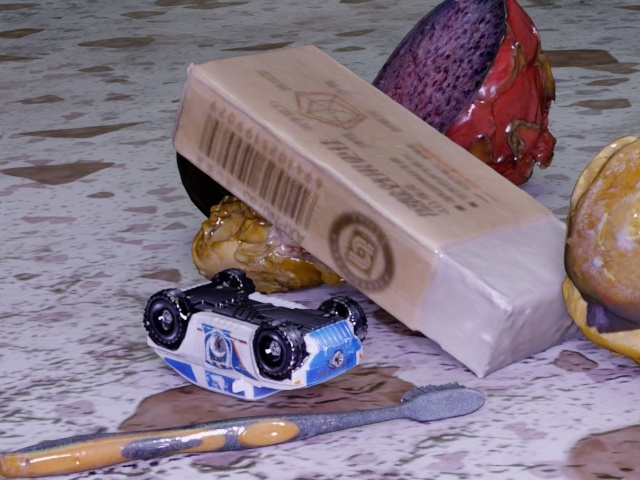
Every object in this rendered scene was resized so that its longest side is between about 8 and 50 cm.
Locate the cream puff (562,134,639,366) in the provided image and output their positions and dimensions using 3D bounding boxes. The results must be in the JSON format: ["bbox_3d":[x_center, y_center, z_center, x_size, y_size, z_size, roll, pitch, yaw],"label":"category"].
[{"bbox_3d":[0.256,0.012,1.325,0.189,0.189,0.129,12,-17,43],"label":"cream puff"}]

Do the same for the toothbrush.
[{"bbox_3d":[-0.045,0.121,1.239,0.321,0.023,0.031,-7,8,-20],"label":"toothbrush"}]

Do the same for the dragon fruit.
[{"bbox_3d":[0.149,-0.118,1.866,0.148,0.223,0.218,33,11,-26],"label":"dragon fruit"}]

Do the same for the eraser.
[{"bbox_3d":[0.050,-0.032,1.465,0.144,0.078,0.343,-17,44,-43],"label":"eraser"}]

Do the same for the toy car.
[{"bbox_3d":[-0.052,0.067,1.346,0.171,0.070,0.080,12,21,39],"label":"toy car"}]

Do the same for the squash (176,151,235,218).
[{"bbox_3d":[-0.035,-0.078,1.707,0.193,0.155,0.193,21,-8,3],"label":"squash"}]

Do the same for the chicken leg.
[{"bbox_3d":[0.000,0.001,1.555,0.208,0.101,0.085,5,45,10],"label":"chicken leg"}]
